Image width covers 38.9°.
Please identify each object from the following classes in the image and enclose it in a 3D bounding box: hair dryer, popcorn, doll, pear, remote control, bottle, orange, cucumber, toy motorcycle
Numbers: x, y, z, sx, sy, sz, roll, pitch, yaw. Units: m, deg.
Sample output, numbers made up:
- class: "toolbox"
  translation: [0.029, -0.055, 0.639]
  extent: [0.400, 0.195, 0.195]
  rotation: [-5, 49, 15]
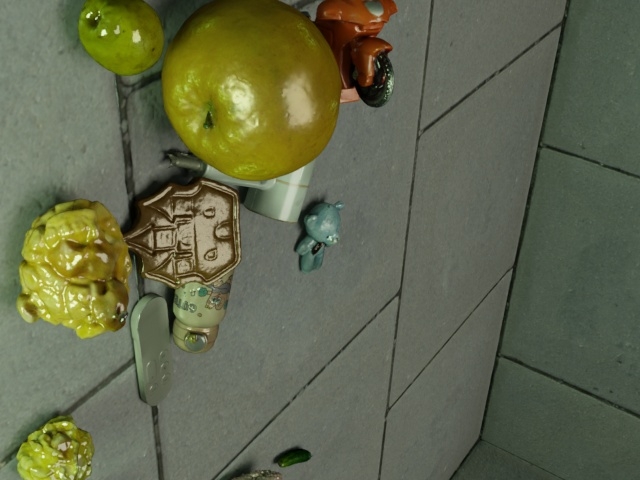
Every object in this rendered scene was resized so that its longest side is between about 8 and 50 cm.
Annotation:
- class: "hair dryer"
  translation: [-0.139, -0.132, 1.571]
  extent: [0.357, 0.108, 0.173]
  rotation: [3, 105, -56]
- class: "popcorn"
  translation: [-0.407, 0.336, 1.407]
  extent: [0.116, 0.106, 0.121]
  rotation: [-61, 155, 8]
- class: "doll"
  translation: [0.004, 0.001, 1.953]
  extent: [0.120, 0.075, 0.179]
  rotation: [-30, 136, -47]
- class: "pear"
  translation: [-0.260, -0.272, 1.194]
  extent: [0.131, 0.107, 0.107]
  rotation: [26, 87, -61]
- class: "remote control"
  translation: [-0.296, 0.196, 1.600]
  extent: [0.077, 0.022, 0.245]
  rotation: [-42, 145, -44]
- class: "bottle"
  translation: [-0.208, 0.101, 1.593]
  extent: [0.110, 0.097, 0.209]
  rotation: [-109, -151, -67]
- class: "orange"
  translation: [-0.099, -0.229, 1.350]
  extent: [0.235, 0.279, 0.279]
  rotation: [-42, 144, -42]
- class: "cucumber"
  translation: [-0.066, 0.552, 2.306]
  extent: [0.168, 0.039, 0.039]
  rotation: [5, 106, -61]
- class: "toy motorcycle"
  translation: [0.008, -0.330, 1.455]
  extent: [0.148, 0.326, 0.221]
  rotation: [-14, 108, -34]
- class: "popcorn"
  translation: [-0.342, 0.042, 1.266]
  extent: [0.140, 0.163, 0.194]
  rotation: [-49, 122, -70]

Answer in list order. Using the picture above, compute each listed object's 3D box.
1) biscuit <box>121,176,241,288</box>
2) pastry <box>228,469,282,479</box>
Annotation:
- class: "biscuit"
  translation: [-0.225, -0.009, 1.460]
  extent: [0.215, 0.034, 0.182]
  rotation: [-9, 104, -32]
- class: "pastry"
  translation: [-0.188, 0.591, 2.034]
  extent: [0.265, 0.112, 0.102]
  rotation: [-32, 146, -60]
